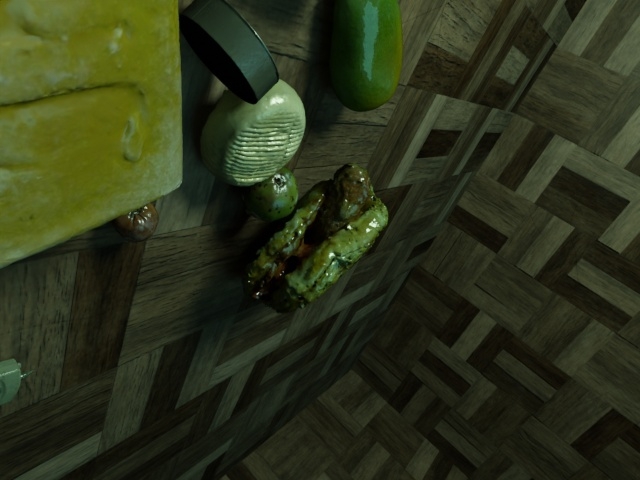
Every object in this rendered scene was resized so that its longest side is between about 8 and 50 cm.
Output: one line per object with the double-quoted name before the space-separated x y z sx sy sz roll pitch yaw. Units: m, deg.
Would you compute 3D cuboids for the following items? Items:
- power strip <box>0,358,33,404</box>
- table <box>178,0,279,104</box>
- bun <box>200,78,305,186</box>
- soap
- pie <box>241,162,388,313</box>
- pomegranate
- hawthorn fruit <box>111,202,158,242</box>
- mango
"power strip" -0.523 0.227 0.580 0.226 0.029 0.080 -12 135 -57
"table" -0.114 -0.236 0.523 0.043 0.133 0.133 -48 157 -6
"bun" -0.111 -0.175 0.664 0.164 0.111 0.188 -20 153 -37
"soap" -0.269 -0.154 0.340 0.293 0.156 0.335 -37 154 -41
"pie" -0.008 0.009 0.983 0.395 0.180 0.418 -47 179 1
"pomegranate" -0.106 -0.087 0.810 0.114 0.115 0.142 -34 179 -35
"hawthorn fruit" -0.283 -0.025 0.635 0.066 0.067 0.103 -33 177 -37
"mango" 0.080 -0.351 0.754 0.156 0.114 0.251 -33 140 -17
